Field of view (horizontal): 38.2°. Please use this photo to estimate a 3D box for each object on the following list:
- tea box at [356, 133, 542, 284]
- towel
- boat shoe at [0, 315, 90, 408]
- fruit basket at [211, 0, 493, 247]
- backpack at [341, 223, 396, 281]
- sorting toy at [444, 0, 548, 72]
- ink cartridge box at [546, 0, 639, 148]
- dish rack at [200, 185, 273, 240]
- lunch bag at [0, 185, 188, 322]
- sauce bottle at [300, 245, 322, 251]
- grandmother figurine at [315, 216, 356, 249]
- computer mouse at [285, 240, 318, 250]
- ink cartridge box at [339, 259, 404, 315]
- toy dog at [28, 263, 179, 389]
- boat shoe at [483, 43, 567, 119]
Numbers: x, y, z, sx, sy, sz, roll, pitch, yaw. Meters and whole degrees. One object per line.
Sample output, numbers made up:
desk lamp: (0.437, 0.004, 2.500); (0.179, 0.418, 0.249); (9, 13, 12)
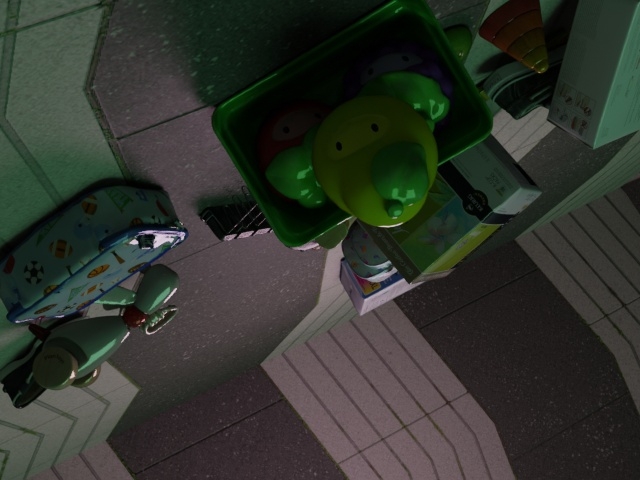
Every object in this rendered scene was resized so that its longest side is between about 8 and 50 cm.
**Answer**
tea box: (0.292, -0.086, 2.092); (0.323, 0.220, 0.329); (-44, 166, 16)
towel: (0.411, -0.357, 1.921); (0.237, 0.021, 0.102); (-34, 169, 17)
boat shoe: (-0.583, 0.265, 2.000); (0.302, 0.091, 0.114); (-38, 164, 34)
fruit basket: (0.053, -0.156, 1.333); (0.392, 0.283, 0.392); (-31, -178, 1)
backpack: (0.152, 0.016, 2.440); (0.188, 0.166, 0.144); (-37, 163, 19)
sorting toy: (0.253, -0.293, 1.597); (0.365, 0.126, 0.127); (-27, 167, -12)
ink cartridge box: (0.600, -0.365, 1.763); (0.272, 0.130, 0.309); (-21, 136, -30)
dish rack: (-0.077, -0.096, 1.770); (0.271, 0.074, 0.208); (-41, 164, 35)
lunch bag: (-0.367, 0.022, 1.515); (0.303, 0.115, 0.243); (-32, 169, 14)
sauce bottle: (0.000, 0.000, 2.337); (0.128, 0.042, 0.042); (-18, 163, -39)
grandmother figurine: (0.070, -0.135, 1.681); (0.104, 0.208, 0.342); (-6, -154, 34)
computer mouse: (0.005, -0.080, 1.971); (0.188, 0.072, 0.272); (7, 141, -35)
ink cartridge box: (0.266, 0.063, 2.884); (0.395, 0.151, 0.270); (-26, 167, -7)
toy dog: (-0.449, 0.153, 1.841); (0.334, 0.161, 0.220); (-40, 169, -23)
boat shoe: (0.470, -0.315, 1.891); (0.335, 0.119, 0.121); (-23, 167, -33)
